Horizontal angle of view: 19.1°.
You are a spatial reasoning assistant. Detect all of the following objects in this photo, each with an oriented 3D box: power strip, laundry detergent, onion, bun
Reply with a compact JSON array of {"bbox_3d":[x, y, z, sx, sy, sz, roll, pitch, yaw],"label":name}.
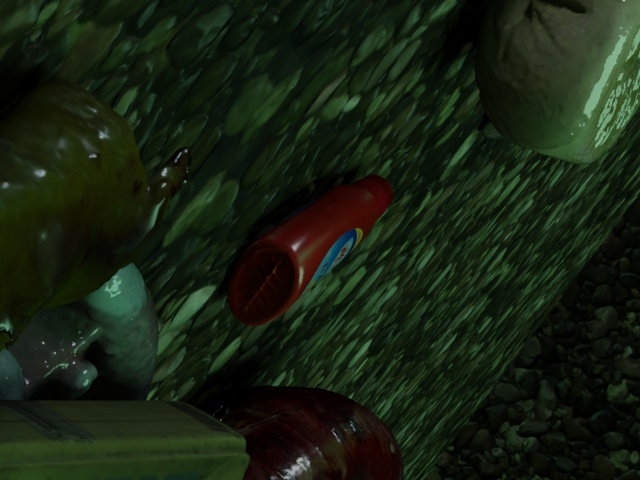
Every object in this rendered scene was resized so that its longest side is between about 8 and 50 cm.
[{"bbox_3d":[-0.118,0.130,0.960,0.092,0.066,0.387,-62,163,4],"label":"power strip"},{"bbox_3d":[0.000,0.000,1.366,0.165,0.049,0.097,-37,169,-50],"label":"laundry detergent"},{"bbox_3d":[-0.047,0.227,1.552,0.246,0.190,0.246,-38,143,-35],"label":"onion"},{"bbox_3d":[0.186,-0.159,1.389,0.178,0.128,0.193,-28,143,-61],"label":"bun"}]

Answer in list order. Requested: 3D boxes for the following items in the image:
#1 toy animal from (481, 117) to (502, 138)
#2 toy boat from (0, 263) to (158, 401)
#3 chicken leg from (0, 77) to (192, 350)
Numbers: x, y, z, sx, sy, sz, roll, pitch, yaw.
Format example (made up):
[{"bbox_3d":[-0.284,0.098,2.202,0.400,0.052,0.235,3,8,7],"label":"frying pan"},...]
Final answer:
[{"bbox_3d":[0.233,-0.149,1.617,0.138,0.108,0.236,-42,166,-36],"label":"toy animal"},{"bbox_3d":[-0.144,0.096,1.050,0.155,0.085,0.227,-45,167,-27],"label":"toy boat"},{"bbox_3d":[-0.181,0.048,0.698,0.201,0.153,0.429,-44,-178,38],"label":"chicken leg"}]
